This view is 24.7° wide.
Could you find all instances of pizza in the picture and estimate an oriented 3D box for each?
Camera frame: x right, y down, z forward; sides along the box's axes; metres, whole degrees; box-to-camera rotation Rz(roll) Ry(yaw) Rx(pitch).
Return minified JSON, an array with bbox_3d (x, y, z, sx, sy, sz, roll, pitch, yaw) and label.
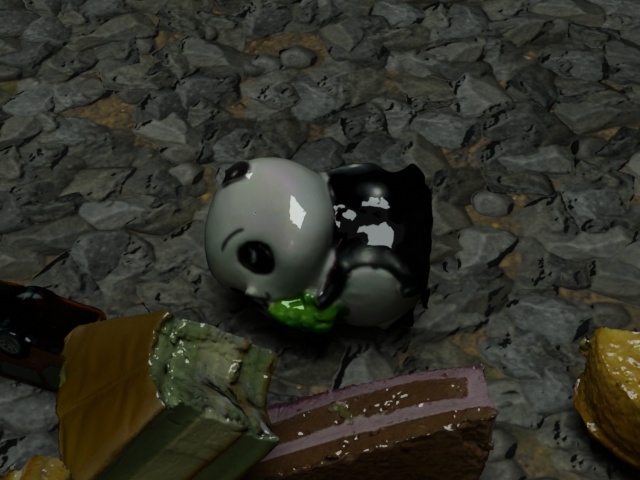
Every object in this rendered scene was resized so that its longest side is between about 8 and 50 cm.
[{"bbox_3d":[-0.320,0.296,1.442,0.069,0.194,0.154,36,58,-23],"label":"pizza"}]

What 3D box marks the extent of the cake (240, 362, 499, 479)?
[{"bbox_3d":[0.051,0.217,1.570,0.295,0.112,0.116,-8,35,9],"label":"cake"}]

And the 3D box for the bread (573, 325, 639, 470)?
[{"bbox_3d":[0.381,0.179,1.547,0.229,0.143,0.139,7,42,12],"label":"bread"}]

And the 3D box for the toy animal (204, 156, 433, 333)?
[{"bbox_3d":[-0.001,0.009,1.702,0.267,0.212,0.212,-1,42,-7],"label":"toy animal"}]

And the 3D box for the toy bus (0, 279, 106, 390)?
[{"bbox_3d":[-0.445,0.078,1.712,0.409,0.092,0.093,15,46,16],"label":"toy bus"}]

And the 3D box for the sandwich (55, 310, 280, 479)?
[{"bbox_3d":[-0.156,0.145,1.515,0.155,0.198,0.227,27,32,-34],"label":"sandwich"}]
